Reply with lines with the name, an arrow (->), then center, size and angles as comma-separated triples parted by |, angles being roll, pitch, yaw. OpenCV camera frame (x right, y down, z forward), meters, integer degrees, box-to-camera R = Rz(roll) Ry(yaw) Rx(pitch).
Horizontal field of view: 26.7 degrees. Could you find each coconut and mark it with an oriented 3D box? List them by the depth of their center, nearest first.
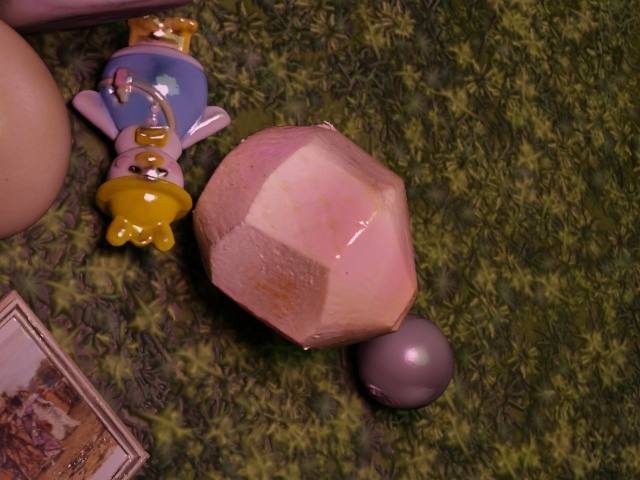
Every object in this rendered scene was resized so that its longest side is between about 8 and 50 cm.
coconut -> 0.000, 0.000, 1.330 | 0.237, 0.237, 0.197 | 36, 86, -24

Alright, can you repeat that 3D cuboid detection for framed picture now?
framed picture -> -0.288, 0.203, 1.164 | 0.217, 0.017, 0.274 | 53, 52, -18

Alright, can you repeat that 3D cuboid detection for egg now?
egg -> -0.324, -0.111, 1.134 | 0.254, 0.188, 0.188 | 45, 54, -7

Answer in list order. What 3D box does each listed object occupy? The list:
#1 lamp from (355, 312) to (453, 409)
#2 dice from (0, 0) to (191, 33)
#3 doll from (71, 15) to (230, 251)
lamp -> 0.089, 0.128, 1.432 | 0.105, 0.105, 0.105 | 12, 69, -34
dice -> -0.217, -0.290, 1.204 | 0.192, 0.193, 0.194 | -15, 97, -29
doll -> -0.165, -0.102, 1.312 | 0.135, 0.099, 0.241 | 20, 63, -40
